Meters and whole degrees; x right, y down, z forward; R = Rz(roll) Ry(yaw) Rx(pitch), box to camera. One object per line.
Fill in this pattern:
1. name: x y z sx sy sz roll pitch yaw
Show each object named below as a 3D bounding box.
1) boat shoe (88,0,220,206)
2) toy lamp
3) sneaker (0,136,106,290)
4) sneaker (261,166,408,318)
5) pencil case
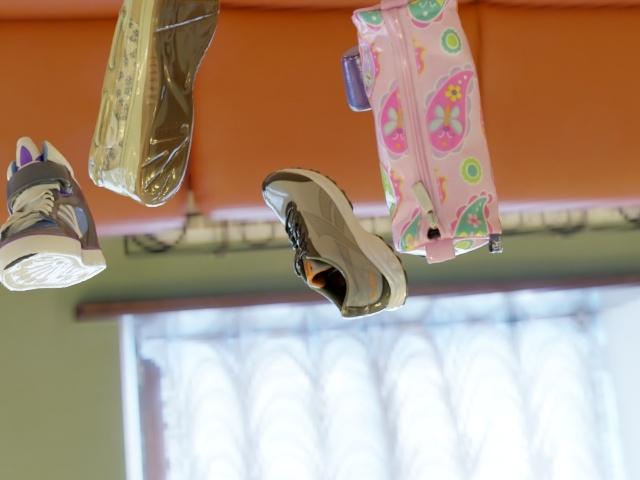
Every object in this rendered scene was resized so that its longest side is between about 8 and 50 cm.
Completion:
1. boat shoe: -0.167 -0.179 1.326 0.089 0.285 0.104 18 -169 29
2. toy lamp: 0.098 -0.113 1.713 0.080 0.275 0.080 -20 -161 7
3. sneaker: -0.453 -0.053 2.170 0.130 0.236 0.323 -25 172 8
4. sneaker: 0.000 0.000 1.844 0.108 0.271 0.100 -21 142 -31
5. pencil case: 0.114 -0.119 1.479 0.124 0.284 0.124 -9 179 0
